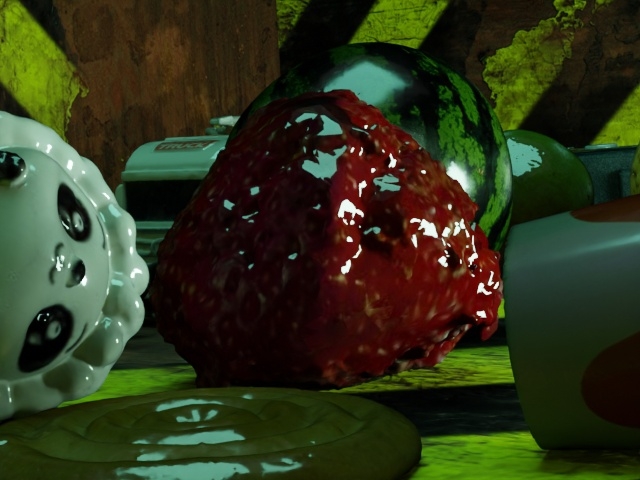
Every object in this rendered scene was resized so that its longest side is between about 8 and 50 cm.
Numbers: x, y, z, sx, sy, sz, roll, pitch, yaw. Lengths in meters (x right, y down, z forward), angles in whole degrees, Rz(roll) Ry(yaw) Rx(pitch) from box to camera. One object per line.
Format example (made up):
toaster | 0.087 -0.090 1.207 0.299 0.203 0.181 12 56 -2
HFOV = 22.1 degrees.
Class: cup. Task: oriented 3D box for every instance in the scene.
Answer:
cup | 0.256 0.036 0.900 0.289 0.203 0.203 -9 2 19

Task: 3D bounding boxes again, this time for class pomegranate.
pomegranate | 0.192 -0.046 1.782 0.210 0.180 0.180 26 12 12

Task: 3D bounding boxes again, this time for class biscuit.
biscuit | -0.072 0.115 0.937 0.262 0.037 0.262 -3 5 0

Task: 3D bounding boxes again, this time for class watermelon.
watermelon | 0.046 -0.044 1.449 0.269 0.268 0.269 -3 5 0

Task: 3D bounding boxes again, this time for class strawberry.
strawberry | 0.000 0.000 1.198 0.274 0.220 0.274 -4 9 1

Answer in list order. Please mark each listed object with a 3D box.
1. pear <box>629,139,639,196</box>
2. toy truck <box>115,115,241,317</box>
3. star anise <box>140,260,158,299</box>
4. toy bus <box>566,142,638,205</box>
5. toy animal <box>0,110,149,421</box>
pear | 0.446 -0.055 1.609 0.271 0.271 0.271 -3 5 0
toy truck | -0.047 -0.036 1.737 0.173 0.206 0.388 0 6 34
star anise | -0.273 0.048 1.507 0.223 0.109 0.236 21 -26 -36
toy bus | 0.451 -0.076 2.359 0.275 0.138 0.167 -1 6 38
toy animal | -0.208 0.034 1.061 0.156 0.208 0.204 25 -25 -34
